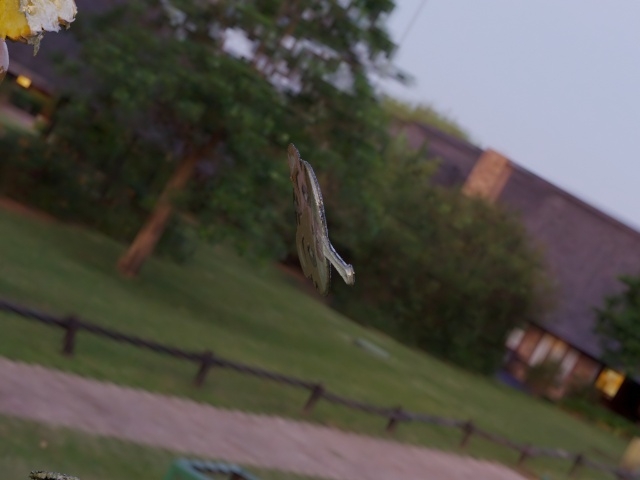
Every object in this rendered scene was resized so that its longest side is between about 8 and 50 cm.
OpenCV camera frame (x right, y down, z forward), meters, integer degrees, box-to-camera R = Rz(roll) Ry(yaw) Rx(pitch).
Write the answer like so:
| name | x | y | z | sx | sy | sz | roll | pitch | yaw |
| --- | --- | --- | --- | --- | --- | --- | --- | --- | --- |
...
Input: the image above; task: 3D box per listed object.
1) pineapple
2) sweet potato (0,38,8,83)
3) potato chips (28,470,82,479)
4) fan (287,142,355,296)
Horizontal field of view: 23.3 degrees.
| name | x | y | z | sx | sy | sz | roll | pitch | yaw |
| --- | --- | --- | --- | --- | --- | --- | --- | --- | --- |
| pineapple | -0.323 | -0.323 | 1.733 | 0.079 | 0.233 | 0.135 | -14 | -3 | 31 |
| sweet potato | -0.573 | -0.203 | 2.343 | 0.097 | 0.292 | 0.097 | 42 | -2 | 1 |
| potato chips | -0.245 | 0.322 | 1.884 | 0.202 | 0.029 | 0.220 | -1 | -27 | 45 |
| fan | 0.000 | 0.000 | 1.544 | 0.008 | 0.152 | 0.227 | -11 | 23 | -12 |
